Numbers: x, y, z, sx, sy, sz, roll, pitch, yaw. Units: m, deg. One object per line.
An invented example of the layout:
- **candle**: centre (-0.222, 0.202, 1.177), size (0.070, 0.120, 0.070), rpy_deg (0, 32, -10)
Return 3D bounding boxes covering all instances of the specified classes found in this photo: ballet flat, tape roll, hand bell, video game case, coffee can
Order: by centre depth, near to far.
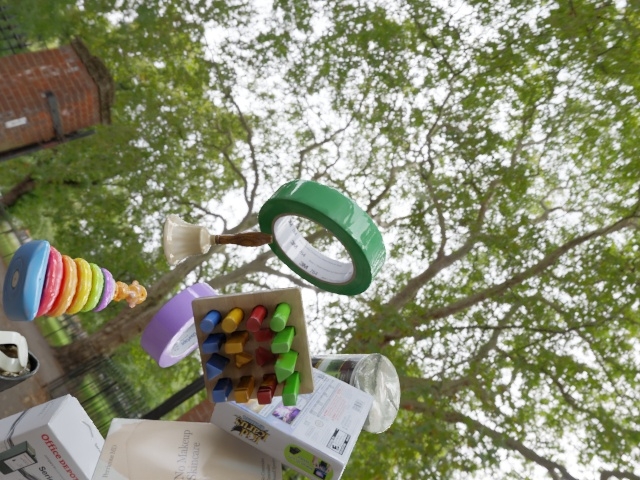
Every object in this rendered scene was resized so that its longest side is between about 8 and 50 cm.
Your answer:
- **ballet flat**: centre (-0.455, 0.118, 0.591), size (0.280, 0.096, 0.095), rpy_deg (95, -17, -55)
- **video game case**: centre (-0.039, 0.328, 0.887), size (0.244, 0.269, 0.061), rpy_deg (24, -79, 14)
- **hand bell**: centre (-0.234, -0.004, 1.085), size (0.126, 0.242, 0.126), rpy_deg (-1, 90, -87)
- **tape roll**: centre (0.000, 0.000, 1.102), size (0.321, 0.077, 0.321), rpy_deg (26, -33, 19)
- **coffee can**: centre (0.055, 0.422, 1.283), size (0.275, 0.201, 0.201), rpy_deg (-15, -77, 44)
- **tape roll**: centre (-0.425, 0.264, 1.432), size (0.090, 0.275, 0.275), rpy_deg (40, -34, 12)

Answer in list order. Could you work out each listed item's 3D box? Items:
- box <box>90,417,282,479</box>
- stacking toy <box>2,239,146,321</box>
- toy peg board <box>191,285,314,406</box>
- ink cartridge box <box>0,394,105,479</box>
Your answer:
- **box**: centre (-0.235, 0.425, 0.823), size (0.148, 0.311, 0.121), rpy_deg (-112, -147, -63)
- **stacking toy**: centre (-0.553, 0.110, 1.073), size (0.166, 0.302, 0.175), rpy_deg (-6, -105, 40)
- **toy peg board**: centre (-0.099, 0.158, 0.636), size (0.079, 0.161, 0.161), rpy_deg (-73, 157, -81)
- **ink cartridge box**: centre (-0.751, 0.560, 1.188), size (0.121, 0.289, 0.211), rpy_deg (-99, 166, -71)
